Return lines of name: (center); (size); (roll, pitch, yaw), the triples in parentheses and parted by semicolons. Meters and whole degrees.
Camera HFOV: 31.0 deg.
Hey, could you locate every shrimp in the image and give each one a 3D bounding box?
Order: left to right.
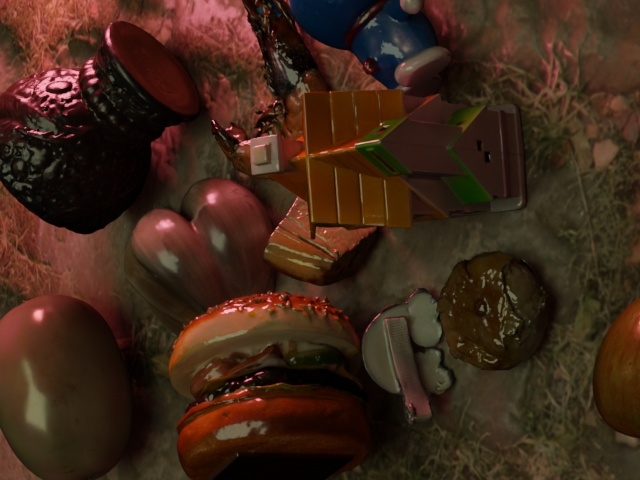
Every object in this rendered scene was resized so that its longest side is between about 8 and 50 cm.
shrimp: (-0.089, -0.223, 1.700); (0.222, 0.054, 0.290); (-20, 86, 38)

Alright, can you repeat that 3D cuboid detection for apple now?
apple: (0.393, 0.136, 1.226); (0.196, 0.196, 0.196); (0, 90, 39)

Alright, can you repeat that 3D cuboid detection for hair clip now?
hair clip: (0.112, 0.153, 1.510); (0.049, 0.116, 0.172); (127, 133, -68)

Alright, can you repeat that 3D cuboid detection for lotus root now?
lotus root: (0.002, 0.000, 1.616); (0.135, 0.095, 0.159); (36, 72, 28)

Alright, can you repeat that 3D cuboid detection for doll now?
doll: (0.072, -0.299, 1.509); (0.257, 0.161, 0.215); (52, 153, 11)

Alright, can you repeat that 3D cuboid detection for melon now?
melon: (-0.420, 0.236, 1.871); (0.223, 0.223, 0.317); (-34, 69, 35)

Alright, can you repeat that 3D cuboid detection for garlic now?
garlic: (-0.182, 0.030, 1.750); (0.292, 0.210, 0.237); (58, 157, 18)

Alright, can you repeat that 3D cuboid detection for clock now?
clock: (0.070, -0.090, 1.409); (0.235, 0.309, 0.166); (-7, 85, 40)

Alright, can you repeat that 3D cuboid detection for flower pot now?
flower pot: (-0.342, -0.184, 1.795); (0.267, 0.266, 0.266); (-37, 67, 22)

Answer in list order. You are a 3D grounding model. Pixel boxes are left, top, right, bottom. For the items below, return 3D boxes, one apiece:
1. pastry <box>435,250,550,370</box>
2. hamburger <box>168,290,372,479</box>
pastry: (0.214, 0.088, 1.441); (0.153, 0.081, 0.153); (9, 102, 47)
hamburger: (-0.064, 0.201, 1.544); (0.291, 0.291, 0.225); (-30, 53, 36)
